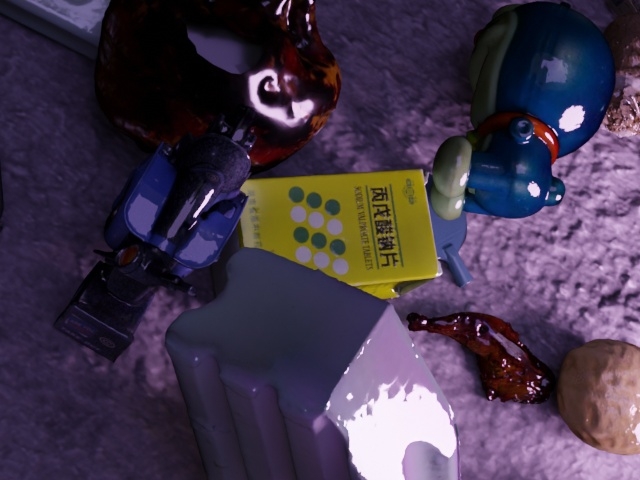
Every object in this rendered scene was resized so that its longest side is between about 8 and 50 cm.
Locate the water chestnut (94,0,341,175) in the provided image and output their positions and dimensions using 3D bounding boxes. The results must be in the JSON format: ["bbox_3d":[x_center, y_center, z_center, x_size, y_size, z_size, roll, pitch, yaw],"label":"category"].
[{"bbox_3d":[-0.112,-0.207,1.683,0.289,0.244,0.289,5,78,-25],"label":"water chestnut"}]

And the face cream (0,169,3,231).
[{"bbox_3d":[-0.395,-0.118,1.650,0.073,0.073,0.283,-3,79,-21],"label":"face cream"}]

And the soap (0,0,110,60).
[{"bbox_3d":[-0.322,-0.308,1.724,0.198,0.066,0.119,26,72,-14],"label":"soap"}]

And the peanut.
[{"bbox_3d":[0.372,0.195,1.848,0.159,0.109,0.140,8,90,-15],"label":"peanut"}]

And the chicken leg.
[{"bbox_3d":[0.204,0.134,1.835,0.205,0.053,0.093,41,82,-4],"label":"chicken leg"}]

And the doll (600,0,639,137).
[{"bbox_3d":[0.417,-0.237,1.968,0.105,0.115,0.221,16,66,-6],"label":"doll"}]

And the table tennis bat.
[{"bbox_3d":[0.146,-0.012,1.859,0.100,0.019,0.155,-29,88,-26],"label":"table tennis bat"}]

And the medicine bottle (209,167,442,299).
[{"bbox_3d":[0.000,0.000,1.737,0.250,0.141,0.137,-5,77,-21],"label":"medicine bottle"}]

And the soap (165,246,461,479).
[{"bbox_3d":[0.009,0.233,1.573,0.261,0.446,0.156,22,55,25],"label":"soap"}]

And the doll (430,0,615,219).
[{"bbox_3d":[0.255,-0.160,1.836,0.186,0.198,0.321,18,74,8],"label":"doll"}]

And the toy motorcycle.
[{"bbox_3d":[-0.164,-0.005,1.563,0.125,0.358,0.212,31,61,-9],"label":"toy motorcycle"}]
